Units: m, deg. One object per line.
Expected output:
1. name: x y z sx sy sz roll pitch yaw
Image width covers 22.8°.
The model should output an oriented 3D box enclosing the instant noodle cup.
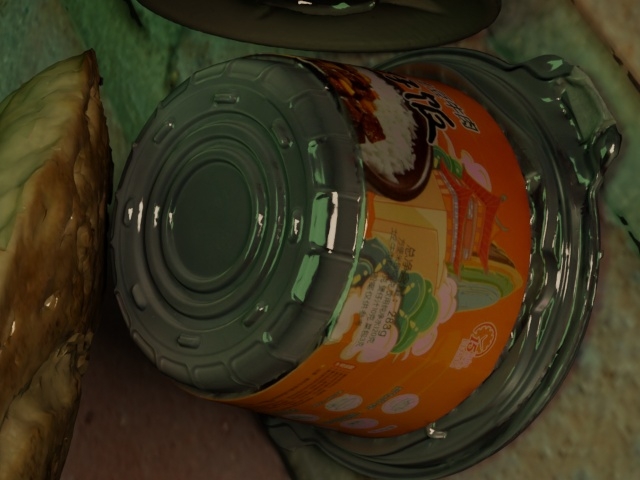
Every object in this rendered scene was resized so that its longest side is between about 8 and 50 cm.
1. instant noodle cup: 0.000 0.000 0.612 0.177 0.125 0.208 46 113 39

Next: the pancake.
1. pancake: -0.145 0.110 0.644 0.387 0.082 0.386 -170 90 -80

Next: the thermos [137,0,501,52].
1. thermos: 0.020 -0.219 0.634 0.176 0.146 0.265 5 83 3
